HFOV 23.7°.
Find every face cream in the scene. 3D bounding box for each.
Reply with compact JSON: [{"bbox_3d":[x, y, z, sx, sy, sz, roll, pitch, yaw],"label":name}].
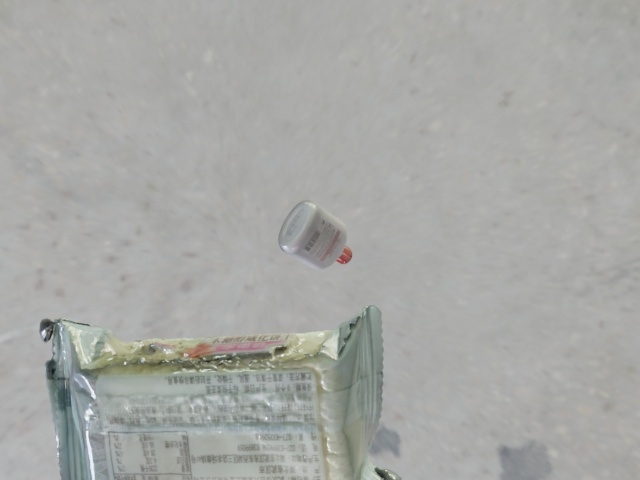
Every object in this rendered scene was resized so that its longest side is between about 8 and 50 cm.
[{"bbox_3d":[0.000,0.000,1.047,0.021,0.083,0.040,30,88,29],"label":"face cream"}]

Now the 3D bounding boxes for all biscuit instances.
[{"bbox_3d":[-0.092,0.149,1.342,0.309,0.079,0.186,-4,104,13],"label":"biscuit"}]
